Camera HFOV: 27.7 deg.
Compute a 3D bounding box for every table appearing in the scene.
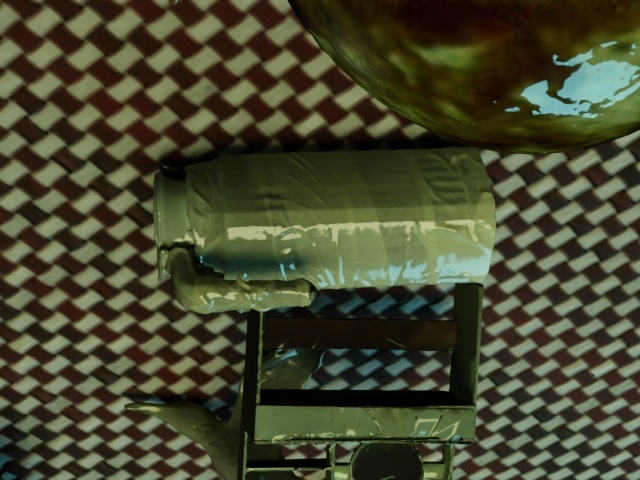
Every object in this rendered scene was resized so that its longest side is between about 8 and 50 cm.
[{"bbox_3d":[0.024,0.110,0.850,0.146,0.062,0.175,1,97,-12],"label":"table"}]

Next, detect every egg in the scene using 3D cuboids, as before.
[{"bbox_3d":[0.089,-0.152,0.546,0.238,0.238,0.289,-7,150,0],"label":"egg"}]

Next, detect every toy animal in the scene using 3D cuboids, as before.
[{"bbox_3d":[-0.062,0.150,0.914,0.155,0.095,0.219,11,126,-14],"label":"toy animal"}]

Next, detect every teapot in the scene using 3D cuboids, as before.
[{"bbox_3d":[0.000,0.000,0.770,0.201,0.107,0.077,-2,136,-4],"label":"teapot"}]

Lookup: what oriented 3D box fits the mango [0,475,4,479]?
[{"bbox_3d":[-0.310,0.210,0.918,0.193,0.146,0.316,-18,119,9],"label":"mango"}]

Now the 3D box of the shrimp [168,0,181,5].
[{"bbox_3d":[-0.088,-0.215,0.588,0.133,0.053,0.236,-5,131,-5],"label":"shrimp"}]
